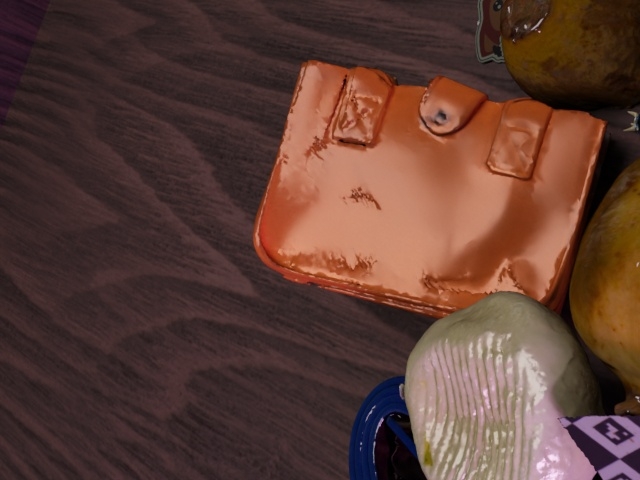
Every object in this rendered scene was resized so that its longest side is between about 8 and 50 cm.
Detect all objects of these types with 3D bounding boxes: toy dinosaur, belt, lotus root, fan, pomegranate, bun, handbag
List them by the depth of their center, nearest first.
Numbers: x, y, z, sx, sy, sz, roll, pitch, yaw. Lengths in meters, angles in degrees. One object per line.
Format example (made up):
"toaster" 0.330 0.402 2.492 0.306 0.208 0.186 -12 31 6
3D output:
"pomegranate" 0.394 0.040 1.194 0.307 0.307 0.307 -21 59 41
"bun" 0.210 0.175 1.287 0.259 0.160 0.259 7 98 54
"toy dinosaur" 0.404 -0.139 1.424 0.083 0.047 0.030 7 78 50
"belt" 0.160 0.320 1.447 0.212 0.117 0.347 -50 43 17
"lotus root" 0.313 -0.273 1.486 0.188 0.180 0.199 -7 69 50
"handbag" 0.135 -0.058 1.511 0.410 0.116 0.303 14 86 20
"fan" 0.277 -0.354 1.685 0.132 0.009 0.220 -6 71 44

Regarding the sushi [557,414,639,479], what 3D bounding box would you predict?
"sushi" 0.420 0.241 1.117 0.292 0.294 0.059 -11 34 43
